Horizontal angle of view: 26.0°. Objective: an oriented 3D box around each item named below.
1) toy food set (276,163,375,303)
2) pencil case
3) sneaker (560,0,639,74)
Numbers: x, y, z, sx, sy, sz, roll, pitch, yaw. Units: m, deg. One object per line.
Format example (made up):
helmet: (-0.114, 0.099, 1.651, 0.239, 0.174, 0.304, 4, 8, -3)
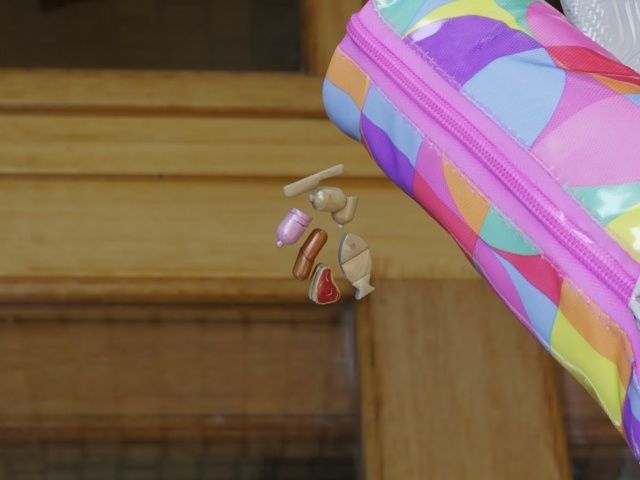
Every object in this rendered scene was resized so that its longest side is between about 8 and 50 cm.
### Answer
toy food set: (0.000, 0.000, 1.110, 0.019, 0.078, 0.122, 32, 138, 52)
pencil case: (0.089, -0.017, 0.474, 0.236, 0.104, 0.104, 50, 147, 46)
sneaker: (0.296, -0.140, 1.204, 0.101, 0.268, 0.153, -47, 6, -2)
